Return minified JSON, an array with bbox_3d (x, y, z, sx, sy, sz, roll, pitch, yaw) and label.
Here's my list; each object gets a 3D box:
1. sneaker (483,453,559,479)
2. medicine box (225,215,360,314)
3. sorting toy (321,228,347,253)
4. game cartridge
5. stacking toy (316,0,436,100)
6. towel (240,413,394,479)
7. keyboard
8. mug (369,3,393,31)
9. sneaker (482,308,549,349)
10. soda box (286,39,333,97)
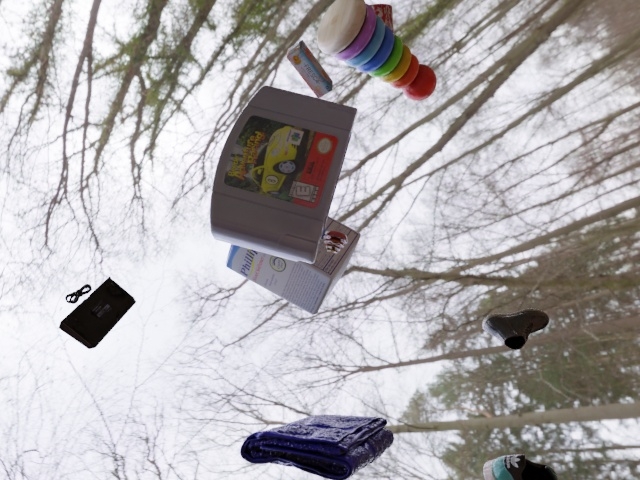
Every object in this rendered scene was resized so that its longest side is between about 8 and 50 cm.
[{"bbox_3d":[0.542,0.621,1.234,0.302,0.121,0.108,38,-140,-11],"label":"sneaker"},{"bbox_3d":[-0.071,0.025,1.451,0.289,0.149,0.263,28,-146,7],"label":"medicine box"},{"bbox_3d":[0.000,0.000,0.985,0.102,0.061,0.042,10,-106,14],"label":"sorting toy"},{"bbox_3d":[-0.065,-0.120,0.845,0.196,0.060,0.294,13,-113,6],"label":"game cartridge"},{"bbox_3d":[0.154,-0.426,1.207,0.330,0.141,0.141,23,-119,-36],"label":"stacking toy"},{"bbox_3d":[0.009,0.403,1.051,0.308,0.227,0.076,25,-112,-65],"label":"towel"},{"bbox_3d":[-0.452,0.134,1.024,0.108,0.023,0.180,44,-158,-12],"label":"keyboard"},{"bbox_3d":[0.163,-0.632,1.581,0.150,0.113,0.169,-9,-76,-29],"label":"mug"},{"bbox_3d":[0.611,0.273,1.536,0.222,0.118,0.083,-5,-65,-15],"label":"sneaker"},{"bbox_3d":[-0.033,-0.563,1.690,0.183,0.063,0.058,45,-145,-37],"label":"soda box"}]
